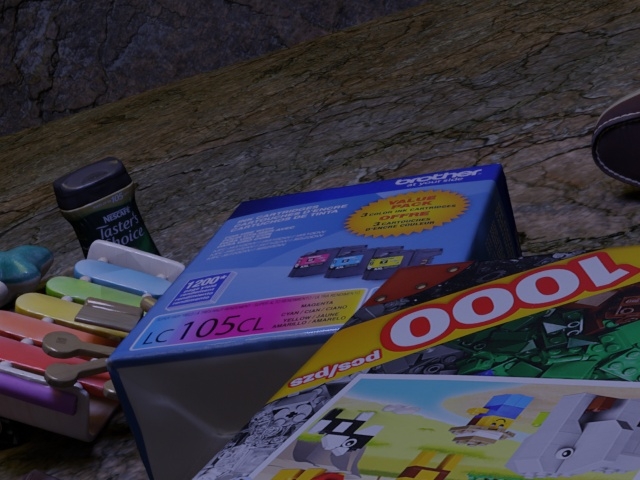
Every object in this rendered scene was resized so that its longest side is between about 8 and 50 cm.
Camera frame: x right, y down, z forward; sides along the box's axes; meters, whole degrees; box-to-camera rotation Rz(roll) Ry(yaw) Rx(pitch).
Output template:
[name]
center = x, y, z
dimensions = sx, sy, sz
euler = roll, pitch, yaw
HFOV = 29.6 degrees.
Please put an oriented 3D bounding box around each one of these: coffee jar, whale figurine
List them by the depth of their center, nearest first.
[coffee jar]
center = -0.256, -0.007, 1.495
dimensions = 0.096, 0.184, 0.079
euler = -27, 19, -20
[whale figurine]
center = -0.515, 0.048, 1.682
dimensions = 0.272, 0.141, 0.216
euler = -16, 18, 9

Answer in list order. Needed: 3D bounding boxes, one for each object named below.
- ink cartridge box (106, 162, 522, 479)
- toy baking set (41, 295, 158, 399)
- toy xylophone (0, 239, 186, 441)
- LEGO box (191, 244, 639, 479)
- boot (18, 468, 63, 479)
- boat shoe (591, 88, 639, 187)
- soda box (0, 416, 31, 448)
[ink cartridge box]
center = 0.027, 0.059, 1.042
dimensions = 0.270, 0.151, 0.395
euler = -8, 19, 18
[toy baking set]
center = -0.145, 0.126, 1.138
dimensions = 0.256, 0.030, 0.197
euler = 24, 29, 22
[toy xylophone]
center = -0.271, 0.097, 1.252
dimensions = 0.236, 0.081, 0.322
euler = 12, 25, -1
[LEGO box]
center = 0.193, 0.154, 0.539
dimensions = 0.500, 0.193, 0.372
euler = -7, 22, 35
[boot]
center = -0.282, 0.240, 1.042
dimensions = 0.106, 0.037, 0.114
euler = -4, 23, 5
[boat shoe]
center = 0.387, -0.081, 1.150
dimensions = 0.123, 0.123, 0.342
euler = -31, 27, -35
[soda box]
center = -0.323, 0.156, 1.293
dimensions = 0.053, 0.060, 0.169
euler = -11, 20, 13
